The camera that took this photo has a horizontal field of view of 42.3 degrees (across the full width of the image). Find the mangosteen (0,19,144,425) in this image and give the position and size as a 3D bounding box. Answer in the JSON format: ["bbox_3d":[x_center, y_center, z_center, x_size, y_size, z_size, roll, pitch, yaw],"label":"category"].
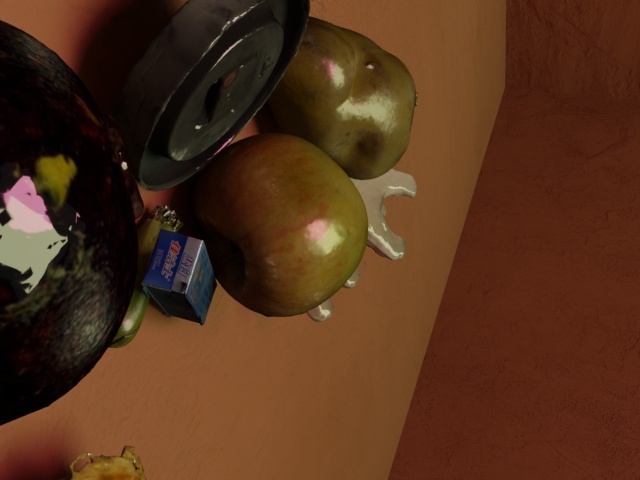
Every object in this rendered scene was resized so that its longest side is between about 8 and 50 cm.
[{"bbox_3d":[-0.255,-0.009,0.514,0.288,0.288,0.288,10,90,-71],"label":"mangosteen"}]

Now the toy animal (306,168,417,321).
[{"bbox_3d":[0.000,0.000,1.412,0.266,0.188,0.308,25,67,-41],"label":"toy animal"}]

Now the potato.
[{"bbox_3d":[0.022,-0.226,1.262,0.351,0.202,0.218,29,41,-49],"label":"potato"}]

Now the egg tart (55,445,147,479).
[{"bbox_3d":[-0.280,0.336,0.844,0.291,0.107,0.291,15,90,-74],"label":"egg tart"}]

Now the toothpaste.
[{"bbox_3d":[-0.162,0.051,0.977,0.272,0.053,0.066,106,-1,-77],"label":"toothpaste"}]

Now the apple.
[{"bbox_3d":[-0.054,-0.023,1.082,0.194,0.261,0.261,-31,135,-29],"label":"apple"}]

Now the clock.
[{"bbox_3d":[-0.119,-0.176,0.908,0.280,0.055,0.280,-49,174,-7],"label":"clock"}]

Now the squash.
[{"bbox_3d":[-0.212,0.041,0.962,0.052,0.052,0.183,67,36,-58],"label":"squash"}]
